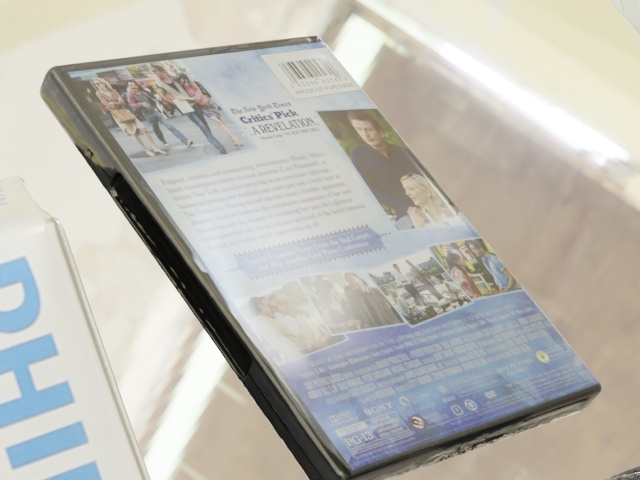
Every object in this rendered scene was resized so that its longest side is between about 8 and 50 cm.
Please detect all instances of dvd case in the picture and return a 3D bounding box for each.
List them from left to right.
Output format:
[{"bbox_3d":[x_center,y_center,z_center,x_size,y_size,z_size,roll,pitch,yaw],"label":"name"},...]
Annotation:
[{"bbox_3d":[0.000,0.000,0.859,0.180,0.253,0.022,-13,-34,-42],"label":"dvd case"}]

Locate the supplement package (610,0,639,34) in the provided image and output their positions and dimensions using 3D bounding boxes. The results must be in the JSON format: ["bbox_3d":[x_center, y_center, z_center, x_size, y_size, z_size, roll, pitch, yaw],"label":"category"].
[{"bbox_3d":[0.210,-0.083,0.655,0.134,0.244,0.139,-38,-18,3],"label":"supplement package"}]

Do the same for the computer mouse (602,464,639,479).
[{"bbox_3d":[0.163,0.208,0.741,0.072,0.272,0.188,10,-27,-32],"label":"computer mouse"}]

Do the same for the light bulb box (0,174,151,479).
[{"bbox_3d":[-0.253,0.134,0.754,0.361,0.225,0.358,-19,8,-10],"label":"light bulb box"}]
